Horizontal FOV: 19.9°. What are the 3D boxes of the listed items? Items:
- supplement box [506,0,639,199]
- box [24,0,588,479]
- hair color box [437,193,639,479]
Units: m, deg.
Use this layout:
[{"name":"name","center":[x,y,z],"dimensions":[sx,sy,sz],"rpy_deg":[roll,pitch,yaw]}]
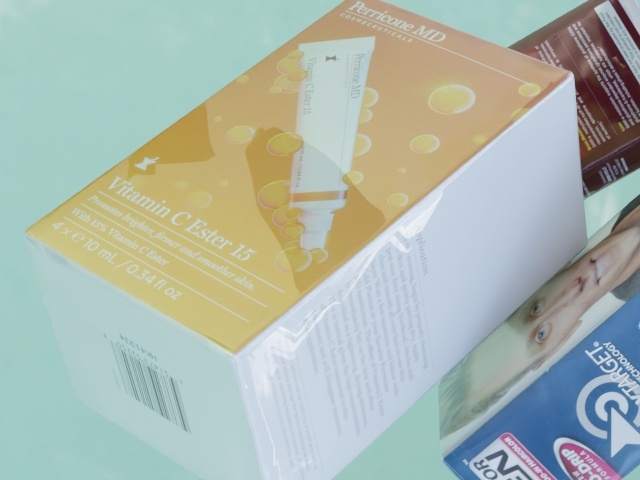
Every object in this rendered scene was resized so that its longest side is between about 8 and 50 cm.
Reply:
[{"name":"supplement box","center":[0.179,-0.092,1.494],"dimensions":[0.130,0.239,0.073],"rpy_deg":[64,8,20]},{"name":"box","center":[0.000,0.000,1.300],"dimensions":[0.345,0.215,0.168],"rpy_deg":[-39,137,-30]},{"name":"hair color box","center":[0.243,0.050,1.323],"dimensions":[0.347,0.105,0.174],"rpy_deg":[-43,-169,14]}]
